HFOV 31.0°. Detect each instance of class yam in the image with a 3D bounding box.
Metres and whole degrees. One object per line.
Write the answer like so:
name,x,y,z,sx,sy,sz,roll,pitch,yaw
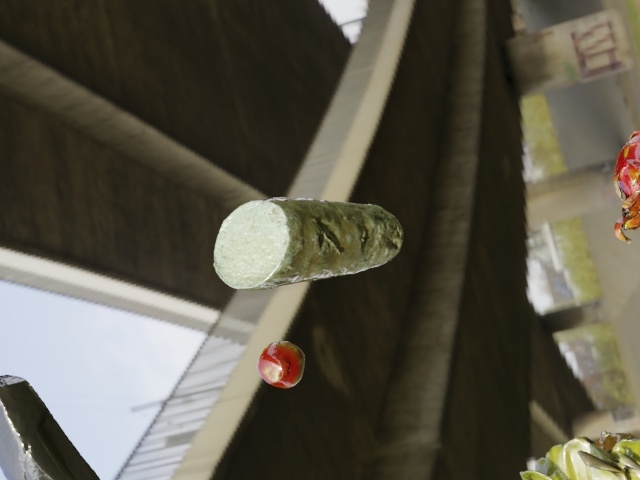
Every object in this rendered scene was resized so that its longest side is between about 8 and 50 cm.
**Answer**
yam,0.000,0.000,1.697,0.330,0.133,0.133,-3,-103,-46

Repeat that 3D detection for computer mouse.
computer mouse,-0.319,0.242,1.286,0.073,0.122,0.217,-37,-85,-32

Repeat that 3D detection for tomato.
tomato,-0.072,0.224,2.071,0.075,0.087,0.087,-32,-73,-67

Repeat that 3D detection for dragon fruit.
dragon fruit,0.461,-0.076,1.667,0.190,0.094,0.094,-66,-31,-19

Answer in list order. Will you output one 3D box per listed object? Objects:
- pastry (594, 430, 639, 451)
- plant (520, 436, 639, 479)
pastry,0.405,0.358,1.578,0.218,0.100,0.229,-72,3,-56
plant,0.302,0.328,1.160,0.297,0.306,0.261,-10,-92,-43
